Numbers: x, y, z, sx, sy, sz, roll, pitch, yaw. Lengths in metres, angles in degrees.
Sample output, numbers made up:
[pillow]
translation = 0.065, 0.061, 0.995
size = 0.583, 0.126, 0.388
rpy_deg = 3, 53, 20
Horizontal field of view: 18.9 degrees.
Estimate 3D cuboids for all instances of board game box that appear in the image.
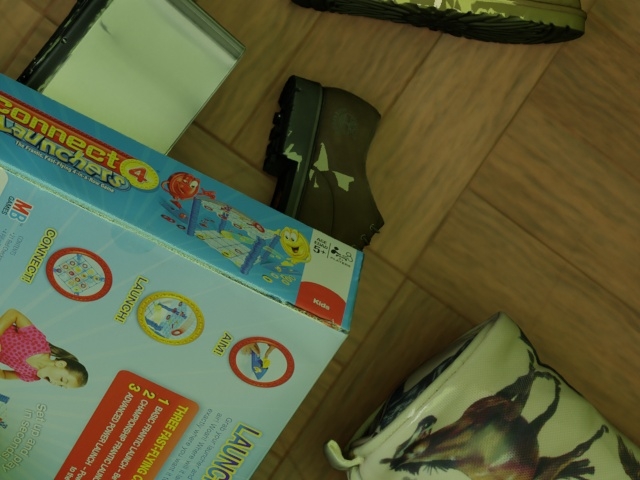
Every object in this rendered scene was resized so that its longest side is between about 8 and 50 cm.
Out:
[board game box]
translation = -0.174, 0.070, 1.273
size = 0.302, 0.086, 0.308
rpy_deg = 27, 126, -10

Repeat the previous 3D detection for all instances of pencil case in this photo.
[pencil case]
translation = 0.190, 0.237, 1.395
size = 0.410, 0.160, 0.183
rpy_deg = 46, 66, -7

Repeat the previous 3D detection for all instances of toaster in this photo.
[toaster]
translation = -0.147, -0.109, 1.336
size = 0.110, 0.168, 0.186
rpy_deg = 39, 82, -12

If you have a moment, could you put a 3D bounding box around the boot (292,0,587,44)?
[boot]
translation = 0.101, -0.294, 1.430
size = 0.236, 0.089, 0.269
rpy_deg = 10, 85, -11

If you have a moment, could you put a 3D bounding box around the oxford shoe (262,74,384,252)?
[oxford shoe]
translation = 0.000, 0.000, 1.404
size = 0.096, 0.083, 0.227
rpy_deg = 14, 87, -15
